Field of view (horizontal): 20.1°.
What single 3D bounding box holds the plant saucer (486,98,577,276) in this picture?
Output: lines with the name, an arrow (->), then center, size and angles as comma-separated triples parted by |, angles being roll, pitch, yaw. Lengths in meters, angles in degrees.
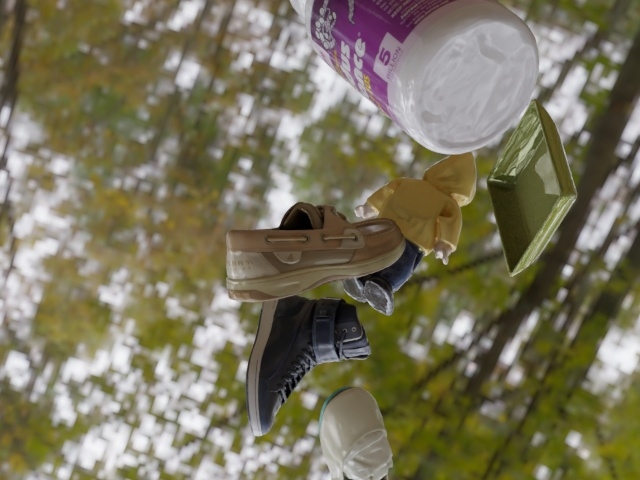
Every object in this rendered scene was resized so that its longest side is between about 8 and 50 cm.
plant saucer -> 0.308, -0.073, 2.587 | 0.045, 0.188, 0.188 | 5, -131, -18

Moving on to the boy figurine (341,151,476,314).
boy figurine -> 0.138, -0.029, 2.741 | 0.177, 0.092, 0.285 | 23, -119, 28

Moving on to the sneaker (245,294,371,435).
sneaker -> -0.016, 0.176, 2.563 | 0.163, 0.086, 0.226 | 5, -119, 11

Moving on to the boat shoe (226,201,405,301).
boat shoe -> 0.000, 0.000, 2.518 | 0.122, 0.110, 0.341 | -1, -170, 38

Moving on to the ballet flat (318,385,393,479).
ballet flat -> 0.051, 0.258, 2.069 | 0.086, 0.248, 0.086 | -3, -127, 3

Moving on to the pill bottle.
pill bottle -> 0.086, -0.229, 1.940 | 0.169, 0.169, 0.301 | 3, -152, -35
